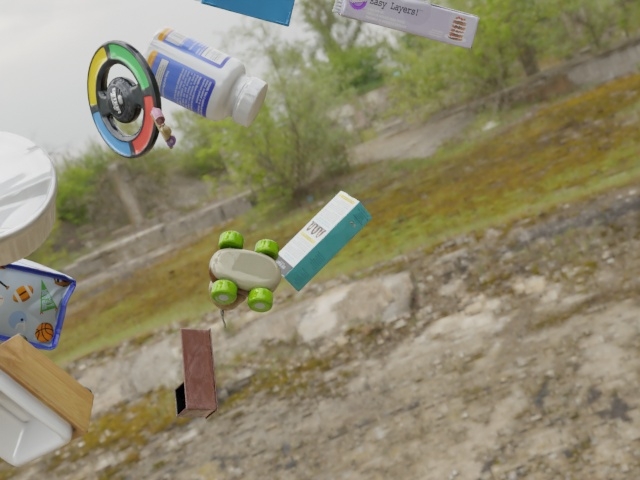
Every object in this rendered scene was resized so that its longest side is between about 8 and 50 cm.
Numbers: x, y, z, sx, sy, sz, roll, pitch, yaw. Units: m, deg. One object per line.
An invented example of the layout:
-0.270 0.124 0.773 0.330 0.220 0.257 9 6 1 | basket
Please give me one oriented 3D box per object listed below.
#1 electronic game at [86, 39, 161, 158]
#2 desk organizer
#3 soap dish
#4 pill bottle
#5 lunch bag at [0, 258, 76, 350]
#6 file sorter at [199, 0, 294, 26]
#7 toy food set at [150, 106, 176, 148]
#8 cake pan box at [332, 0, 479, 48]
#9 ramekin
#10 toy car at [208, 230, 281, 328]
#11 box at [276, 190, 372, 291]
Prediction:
-0.383 -0.272 1.725 0.048 0.229 0.229 -19 3 -44 | electronic game
-0.191 0.200 1.343 0.050 0.130 0.047 7 -30 -29 | desk organizer
-0.579 0.306 1.692 0.290 0.229 0.118 -30 23 45 | soap dish
-0.264 -0.363 2.020 0.152 0.272 0.152 -64 -2 -4 | pill bottle
-0.868 0.137 2.235 0.385 0.239 0.327 20 -9 -34 | lunch bag
-0.138 -0.478 1.646 0.170 0.118 0.104 10 13 -23 | file sorter
-0.282 -0.204 1.600 0.019 0.078 0.122 -28 7 -5 | toy food set
0.158 -0.439 1.726 0.266 0.070 0.246 13 12 -5 | cake pan box
-0.633 -0.070 1.700 0.272 0.273 0.127 -25 -31 -23 | ramekin
-0.173 0.102 1.856 0.148 0.155 0.188 14 -40 -12 | toy car
0.000 0.000 2.059 0.244 0.060 0.100 -45 30 -4 | box
